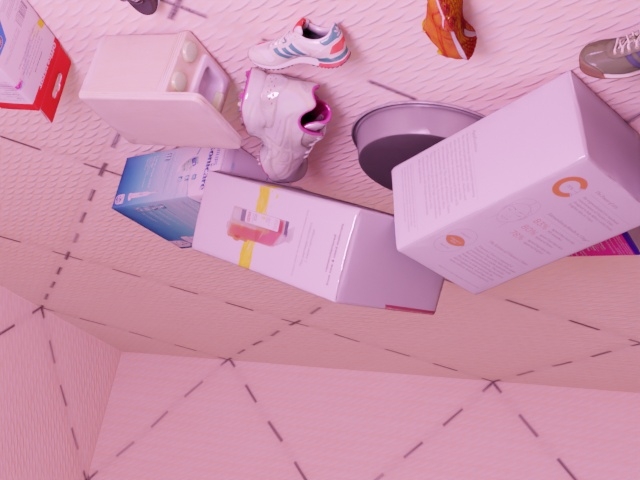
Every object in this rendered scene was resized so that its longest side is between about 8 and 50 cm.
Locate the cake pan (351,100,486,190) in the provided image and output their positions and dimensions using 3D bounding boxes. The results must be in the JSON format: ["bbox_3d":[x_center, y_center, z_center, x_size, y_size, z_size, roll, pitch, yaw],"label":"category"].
[{"bbox_3d":[0.194,-0.147,1.657,0.293,0.054,0.293,10,158,4],"label":"cake pan"}]

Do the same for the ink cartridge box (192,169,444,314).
[{"bbox_3d":[0.000,0.000,1.697,0.385,0.160,0.279,18,-174,43],"label":"ink cartridge box"}]

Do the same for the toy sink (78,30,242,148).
[{"bbox_3d":[-0.238,-0.244,1.529,0.234,0.131,0.153,6,159,28],"label":"toy sink"}]

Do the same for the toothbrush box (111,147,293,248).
[{"bbox_3d":[-0.239,-0.088,1.931,0.296,0.126,0.216,-5,153,39],"label":"toothbrush box"}]

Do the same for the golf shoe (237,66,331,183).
[{"bbox_3d":[-0.044,-0.181,1.619,0.140,0.115,0.306,3,159,12],"label":"golf shoe"}]

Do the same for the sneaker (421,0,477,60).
[{"bbox_3d":[0.161,-0.299,1.278,0.067,0.064,0.175,13,159,25],"label":"sneaker"}]

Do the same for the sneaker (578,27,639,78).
[{"bbox_3d":[0.434,-0.263,1.234,0.192,0.064,0.086,2,150,22],"label":"sneaker"}]

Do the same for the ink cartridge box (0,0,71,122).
[{"bbox_3d":[-0.495,-0.300,1.513,0.078,0.134,0.231,5,157,15],"label":"ink cartridge box"}]

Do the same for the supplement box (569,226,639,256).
[{"bbox_3d":[0.459,-0.041,1.707,0.220,0.111,0.114,-1,156,32],"label":"supplement box"}]

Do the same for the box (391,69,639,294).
[{"bbox_3d":[0.313,-0.077,1.496,0.345,0.168,0.215,-27,139,35],"label":"box"}]

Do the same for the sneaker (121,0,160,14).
[{"bbox_3d":[-0.279,-0.360,1.342,0.061,0.064,0.158,5,158,17],"label":"sneaker"}]

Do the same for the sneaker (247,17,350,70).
[{"bbox_3d":[-0.038,-0.299,1.407,0.161,0.057,0.075,5,141,21],"label":"sneaker"}]
